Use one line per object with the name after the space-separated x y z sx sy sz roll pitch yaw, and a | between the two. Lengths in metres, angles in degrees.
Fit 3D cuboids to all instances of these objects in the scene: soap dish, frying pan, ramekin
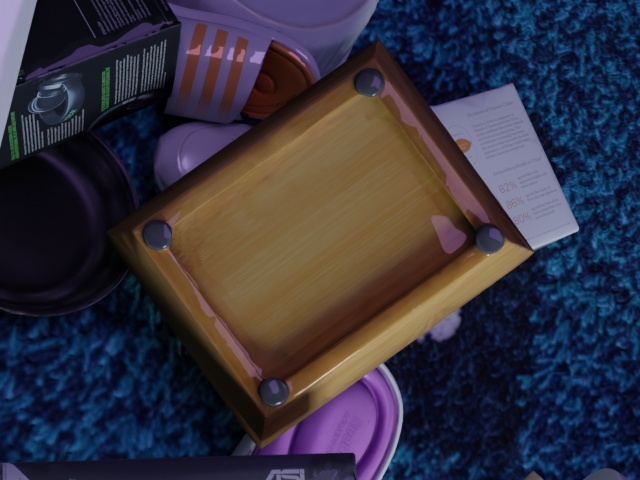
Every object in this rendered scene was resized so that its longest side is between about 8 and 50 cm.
0.000 0.000 1.054 0.290 0.118 0.229 -35 87 -3 | soap dish
-0.278 -0.083 1.086 0.197 0.053 0.326 -21 80 -37 | frying pan
-0.062 -0.271 1.234 0.272 0.127 0.273 10 67 -25 | ramekin

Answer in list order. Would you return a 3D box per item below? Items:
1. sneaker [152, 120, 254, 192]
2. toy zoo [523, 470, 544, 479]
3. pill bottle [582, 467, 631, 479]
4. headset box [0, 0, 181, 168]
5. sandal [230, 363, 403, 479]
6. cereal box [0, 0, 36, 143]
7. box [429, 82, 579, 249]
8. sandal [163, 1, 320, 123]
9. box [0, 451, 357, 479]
-0.002 -0.058 1.174 0.305 0.152 0.114 14 67 -23 | sneaker
0.234 0.378 1.157 0.293 0.030 0.192 43 88 -8 | toy zoo
0.342 0.318 1.243 0.216 0.121 0.121 36 58 -13 | pill bottle
-0.295 -0.185 1.012 0.283 0.131 0.246 -27 75 -20 | headset box
-0.031 0.261 1.066 0.169 0.102 0.416 29 60 -17 | sandal
-0.295 -0.133 0.874 0.173 0.047 0.240 14 82 -20 | cereal box
0.161 -0.057 1.300 0.130 0.091 0.171 -19 82 -33 | box
-0.134 -0.157 1.139 0.265 0.102 0.076 19 45 5 | sandal
-0.120 0.289 0.956 0.307 0.076 0.243 0 71 -4 | box
